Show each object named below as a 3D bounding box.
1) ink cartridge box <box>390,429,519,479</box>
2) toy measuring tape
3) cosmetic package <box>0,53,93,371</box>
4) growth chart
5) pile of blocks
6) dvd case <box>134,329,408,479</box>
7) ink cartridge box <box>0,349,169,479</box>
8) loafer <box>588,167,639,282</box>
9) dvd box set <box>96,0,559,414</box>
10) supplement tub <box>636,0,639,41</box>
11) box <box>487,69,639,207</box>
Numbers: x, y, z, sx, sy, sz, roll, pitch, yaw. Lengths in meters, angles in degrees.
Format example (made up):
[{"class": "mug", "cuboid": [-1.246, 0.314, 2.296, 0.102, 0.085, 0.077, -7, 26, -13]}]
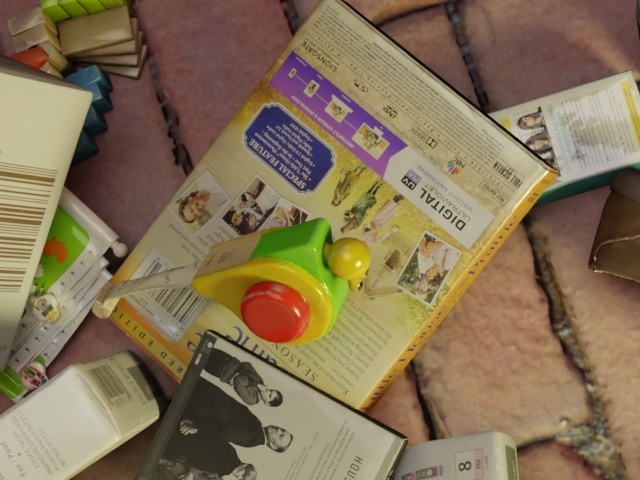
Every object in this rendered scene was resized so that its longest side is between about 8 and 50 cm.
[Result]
[{"class": "ink cartridge box", "cuboid": [0.089, 0.299, 1.823, 0.232, 0.066, 0.189, -13, 68, 24]}, {"class": "toy measuring tape", "cuboid": [-0.080, 0.061, 1.859, 0.330, 0.121, 0.121, -16, 72, 34]}, {"class": "cosmetic package", "cuboid": [-0.516, -0.077, 1.891, 0.394, 0.327, 0.329, 21, 97, 26]}, {"class": "growth chart", "cuboid": [-0.319, 0.048, 2.002, 0.172, 0.021, 0.237, 33, 98, 7]}, {"class": "pile of blocks", "cuboid": [-0.286, -0.197, 2.041, 0.149, 0.112, 0.362, 11, 80, 15]}, {"class": "dvd case", "cuboid": [-0.052, 0.223, 1.866, 0.239, 0.029, 0.179, 28, 96, 17]}, {"class": "ink cartridge box", "cuboid": [-0.347, 0.251, 1.838, 0.385, 0.308, 0.091, -33, 88, 3]}, {"class": "loafer", "cuboid": [0.419, 0.073, 1.822, 0.366, 0.134, 0.130, 36, 97, 23]}, {"class": "dvd box set", "cuboid": [0.000, 0.000, 1.911, 0.308, 0.062, 0.420, 40, 99, 18]}, {"class": "supplement tub", "cuboid": [0.377, -0.216, 1.855, 0.117, 0.190, 0.117, -3, 76, 12]}, {"class": "box", "cuboid": [0.222, -0.090, 1.927, 0.244, 0.060, 0.100, -16, 75, 8]}]
